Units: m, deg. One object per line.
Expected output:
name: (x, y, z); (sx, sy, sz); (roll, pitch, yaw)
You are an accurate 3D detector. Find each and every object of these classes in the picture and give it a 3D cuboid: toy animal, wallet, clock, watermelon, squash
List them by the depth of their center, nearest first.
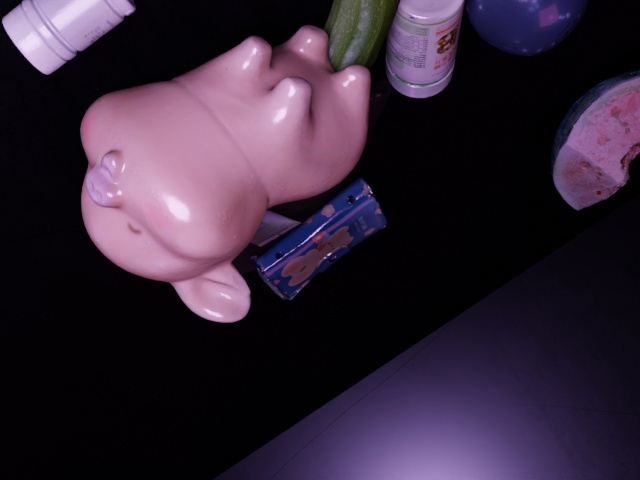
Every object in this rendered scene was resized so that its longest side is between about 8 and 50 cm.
toy animal: (-0.097, -0.088, 1.013); (0.326, 0.237, 0.269); (-17, 145, -49)
squash: (0.042, -0.241, 1.053); (0.077, 0.068, 0.219); (-44, 169, -30)
clock: (0.271, -0.323, 1.135); (0.243, 0.146, 0.199); (-42, 167, 1)
wallet: (-0.036, -0.078, 1.373); (0.197, 0.051, 0.377); (-23, 158, -34)
wallet: (-0.001, 0.000, 1.464); (0.202, 0.059, 0.141); (-38, 158, -1)
watermelon: (0.541, -0.230, 1.892); (0.322, 0.188, 0.175); (-46, -155, 16)

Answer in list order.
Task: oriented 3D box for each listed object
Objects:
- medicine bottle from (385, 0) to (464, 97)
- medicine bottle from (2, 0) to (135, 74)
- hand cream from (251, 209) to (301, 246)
medicine bottle: (0.119, -0.244, 1.151); (0.086, 0.086, 0.183); (-32, 162, -8)
medicine bottle: (-0.200, -0.181, 0.792); (0.091, 0.058, 0.058); (-35, 162, 5)
hand cream: (-0.108, -0.029, 1.296); (0.076, 0.047, 0.174); (-29, 149, 30)
